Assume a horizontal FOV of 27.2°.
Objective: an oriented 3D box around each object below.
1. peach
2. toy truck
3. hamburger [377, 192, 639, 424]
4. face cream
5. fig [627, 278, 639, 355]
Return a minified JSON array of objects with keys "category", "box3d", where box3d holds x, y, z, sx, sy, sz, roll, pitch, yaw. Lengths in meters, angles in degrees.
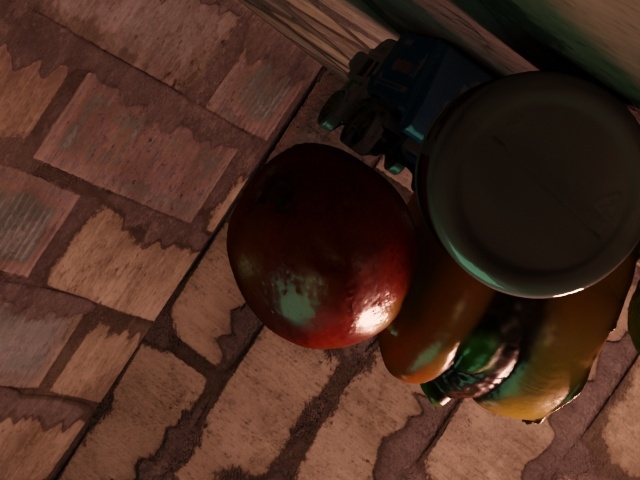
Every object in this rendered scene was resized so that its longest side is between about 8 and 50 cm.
[{"category":"peach","box3d":[0.000,0.000,1.653,0.238,0.281,0.281,-11,180,8]},{"category":"toy truck","box3d":[0.120,-0.158,1.673,0.146,0.175,0.367,34,-177,-18]},{"category":"hamburger","box3d":[0.236,0.030,1.817,0.277,0.395,0.396,20,-173,-10]},{"category":"face cream","box3d":[0.192,-0.055,1.229,0.201,0.201,0.187,33,-176,-3]},{"category":"fig","box3d":[0.486,0.068,1.662,0.203,0.203,0.235,37,157,37]}]
